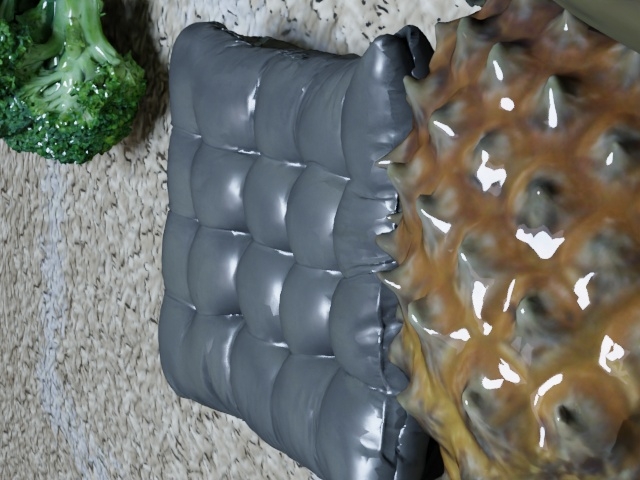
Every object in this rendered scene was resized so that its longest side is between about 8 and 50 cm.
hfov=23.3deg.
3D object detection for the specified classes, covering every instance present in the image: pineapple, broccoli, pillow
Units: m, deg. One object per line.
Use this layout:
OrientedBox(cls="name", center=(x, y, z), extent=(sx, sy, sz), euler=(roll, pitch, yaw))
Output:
OrientedBox(cls="pineapple", center=(0.101, -0.075, 0.569), extent=(0.175, 0.175, 0.361), euler=(145, 129, -61))
OrientedBox(cls="broccoli", center=(-0.236, -0.173, 1.141), extent=(0.241, 0.261, 0.269), euler=(-56, 5, 24))
OrientedBox(cls="pillow", center=(0.000, 0.000, 0.807), extent=(0.326, 0.101, 0.228), euler=(-158, 71, -65))

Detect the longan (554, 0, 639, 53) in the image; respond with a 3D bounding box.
OrientedBox(cls="longan", center=(0.142, -0.153, 0.326), extent=(0.350, 0.288, 0.288), euler=(-156, 60, -72))
